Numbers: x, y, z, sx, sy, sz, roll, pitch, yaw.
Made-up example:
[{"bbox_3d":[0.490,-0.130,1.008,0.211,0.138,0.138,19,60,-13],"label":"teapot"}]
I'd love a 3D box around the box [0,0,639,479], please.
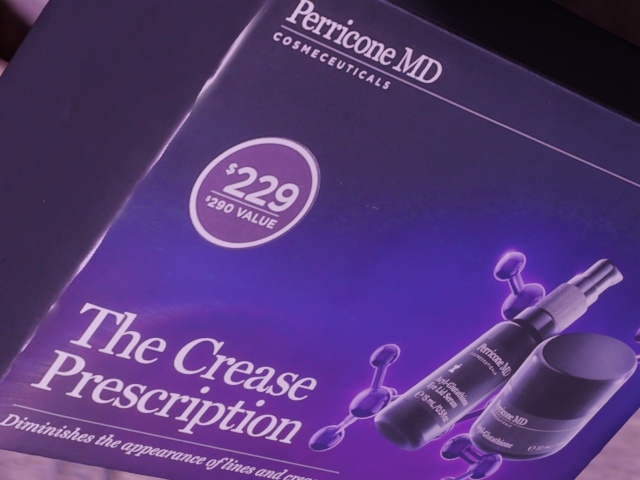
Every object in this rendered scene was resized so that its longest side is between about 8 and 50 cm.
[{"bbox_3d":[0.018,-0.004,0.552,0.261,0.103,0.184,18,116,-40],"label":"box"}]

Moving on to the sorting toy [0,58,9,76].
[{"bbox_3d":[-0.238,-0.084,0.686,0.347,0.047,0.196,-16,155,34],"label":"sorting toy"}]
